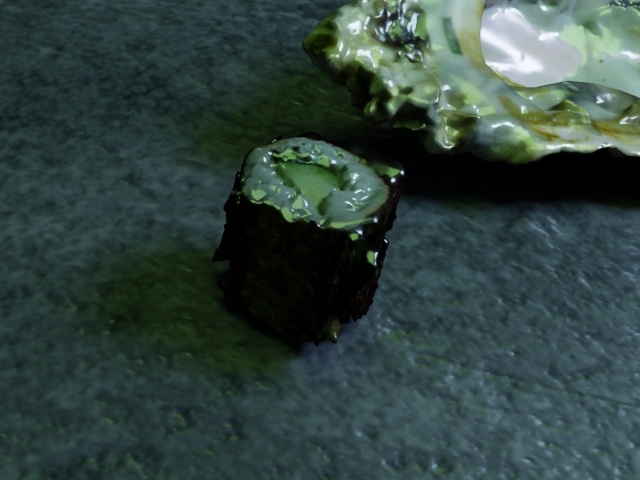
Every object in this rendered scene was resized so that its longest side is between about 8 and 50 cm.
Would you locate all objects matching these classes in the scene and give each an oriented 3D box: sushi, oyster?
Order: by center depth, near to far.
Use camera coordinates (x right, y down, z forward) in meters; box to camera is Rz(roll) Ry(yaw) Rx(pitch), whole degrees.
[{"bbox_3d":[-0.001,-0.001,0.678,0.098,0.084,0.094,30,38,18],"label":"sushi"},{"bbox_3d":[0.149,-0.111,0.853,0.354,0.107,0.201,8,56,-22],"label":"oyster"}]
